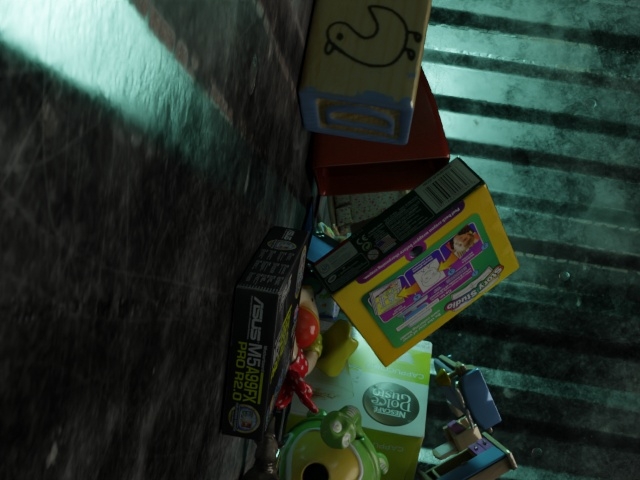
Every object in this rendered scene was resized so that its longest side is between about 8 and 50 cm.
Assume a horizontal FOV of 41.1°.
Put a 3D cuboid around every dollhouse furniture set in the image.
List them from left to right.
[{"bbox_3d":[0.148,-0.113,1.948,0.174,0.303,0.356,56,21,-49],"label":"dollhouse furniture set"},{"bbox_3d":[0.278,0.416,2.012,0.304,0.198,0.286,66,-10,-12],"label":"dollhouse furniture set"}]

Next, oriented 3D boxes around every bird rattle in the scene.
[{"bbox_3d":[-0.047,0.194,1.585,0.253,0.143,0.207,-29,111,-58],"label":"bird rattle"}]

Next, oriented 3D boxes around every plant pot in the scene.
[{"bbox_3d":[0.114,-0.242,1.773,0.267,0.267,0.236,74,11,-80],"label":"plant pot"}]

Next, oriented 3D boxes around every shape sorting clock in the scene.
[{"bbox_3d":[0.057,0.039,2.160,0.206,0.040,0.206,58,3,-5],"label":"shape sorting clock"}]

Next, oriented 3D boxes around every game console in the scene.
[{"bbox_3d":[0.000,0.000,1.793,0.085,0.124,0.144,-49,-164,36],"label":"game console"}]

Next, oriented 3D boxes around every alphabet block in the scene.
[{"bbox_3d":[0.074,-0.291,1.425,0.193,0.192,0.197,88,11,-78],"label":"alphabet block"}]

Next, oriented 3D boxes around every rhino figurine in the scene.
[{"bbox_3d":[-0.101,0.413,1.409,0.106,0.073,0.244,66,32,-75],"label":"rhino figurine"}]

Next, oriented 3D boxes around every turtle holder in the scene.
[{"bbox_3d":[0.012,0.498,1.793,0.320,0.243,0.227,-36,179,34],"label":"turtle holder"}]

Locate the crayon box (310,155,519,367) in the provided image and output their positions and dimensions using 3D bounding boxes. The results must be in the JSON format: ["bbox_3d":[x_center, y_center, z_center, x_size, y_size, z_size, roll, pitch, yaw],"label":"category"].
[{"bbox_3d":[0.202,0.053,1.729,0.106,0.362,0.313,53,-1,41],"label":"crayon box"}]

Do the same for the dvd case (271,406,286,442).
[{"bbox_3d":[-0.073,0.297,1.816,0.179,0.029,0.239,-60,159,-80],"label":"dvd case"}]

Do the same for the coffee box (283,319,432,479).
[{"bbox_3d":[0.082,0.453,2.135,0.334,0.337,0.338,-73,172,-54],"label":"coffee box"}]

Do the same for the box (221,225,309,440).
[{"bbox_3d":[-0.074,0.121,1.207,0.270,0.060,0.216,-68,167,-72],"label":"box"}]

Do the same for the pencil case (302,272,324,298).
[{"bbox_3d":[-0.012,0.061,1.874,0.152,0.064,0.070,-72,163,-60],"label":"pencil case"}]

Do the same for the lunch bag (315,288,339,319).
[{"bbox_3d":[0.016,0.137,2.200,0.151,0.096,0.129,20,79,-76],"label":"lunch bag"}]

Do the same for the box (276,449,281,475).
[{"bbox_3d":[-0.117,0.519,1.621,0.191,0.045,0.184,-70,166,-65],"label":"box"}]
